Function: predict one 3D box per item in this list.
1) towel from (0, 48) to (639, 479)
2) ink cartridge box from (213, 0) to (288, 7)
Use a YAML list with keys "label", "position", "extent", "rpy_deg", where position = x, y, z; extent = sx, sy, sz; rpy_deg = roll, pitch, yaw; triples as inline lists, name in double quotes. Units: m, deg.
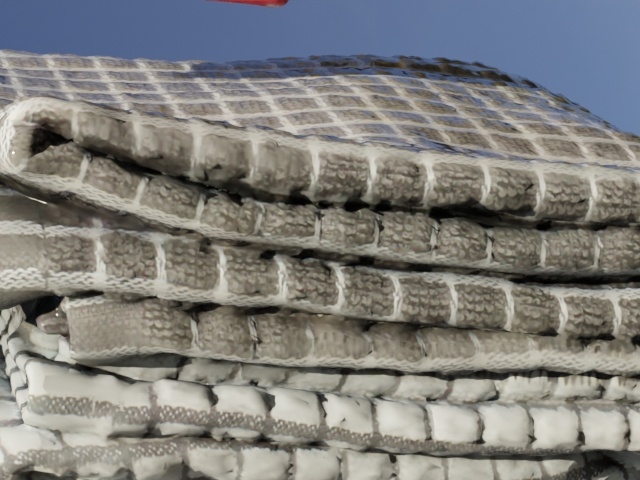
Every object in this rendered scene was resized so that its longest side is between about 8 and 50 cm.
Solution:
- label: "towel"
  position: [0.000, 0.000, 0.619]
  extent: [0.284, 0.235, 0.121]
  rpy_deg: [4, -74, -17]
- label: "ink cartridge box"
  position: [-0.090, -0.242, 0.559]
  extent: [0.226, 0.131, 0.306]
  rpy_deg: [5, -61, -22]
